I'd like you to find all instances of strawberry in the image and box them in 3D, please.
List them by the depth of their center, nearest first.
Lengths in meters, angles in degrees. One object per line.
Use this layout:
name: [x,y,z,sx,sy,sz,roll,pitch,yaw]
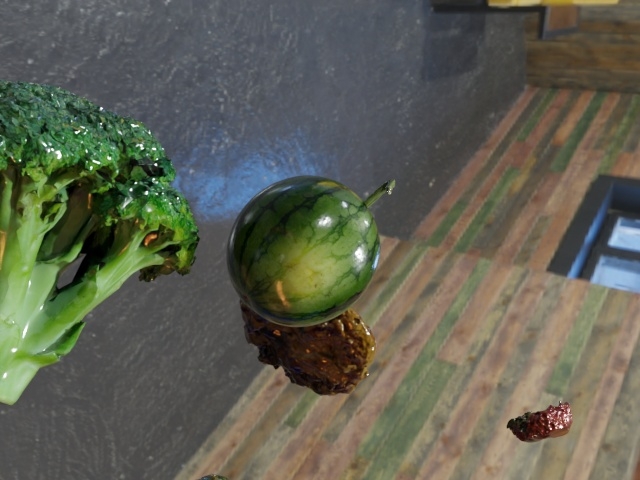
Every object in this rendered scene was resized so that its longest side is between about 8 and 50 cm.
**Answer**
strawberry: [0.356,0.292,1.037,0.152,0.104,0.048,14,52,-43]

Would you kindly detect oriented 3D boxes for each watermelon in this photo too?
watermelon: [0.000,0.000,0.632,0.187,0.140,0.141,-33,131,-20]

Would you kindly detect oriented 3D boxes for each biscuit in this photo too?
biscuit: [-0.039,0.190,1.255,0.081,0.289,0.334,-53,161,-36]

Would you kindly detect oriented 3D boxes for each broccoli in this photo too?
broccoli: [-0.255,-0.002,0.547,0.254,0.269,0.269,29,76,-46]

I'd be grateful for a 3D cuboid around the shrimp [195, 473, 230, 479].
shrimp: [-0.129,0.583,1.186,0.137,0.172,0.372,-43,114,-30]
